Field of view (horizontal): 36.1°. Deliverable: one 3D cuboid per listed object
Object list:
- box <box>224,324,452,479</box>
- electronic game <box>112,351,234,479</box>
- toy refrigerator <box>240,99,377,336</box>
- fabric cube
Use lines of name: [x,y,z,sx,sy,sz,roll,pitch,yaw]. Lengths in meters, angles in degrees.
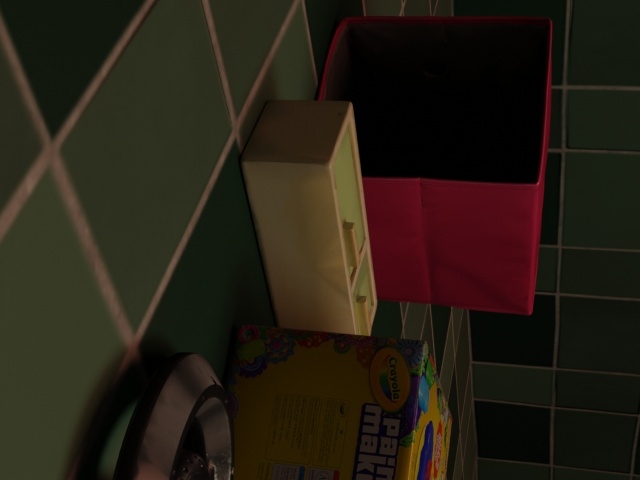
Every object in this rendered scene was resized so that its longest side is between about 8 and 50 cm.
box: [0.013,0.265,0.930,0.279,0.177,0.290,64,33,-64]
electronic game: [-0.107,0.194,0.704,0.229,0.048,0.229,4,90,-81]
toy refrigerator: [0.000,0.000,0.984,0.102,0.094,0.269,-71,159,-47]
fabric cube: [0.141,-0.091,1.187,0.258,0.259,0.254,76,22,-54]
